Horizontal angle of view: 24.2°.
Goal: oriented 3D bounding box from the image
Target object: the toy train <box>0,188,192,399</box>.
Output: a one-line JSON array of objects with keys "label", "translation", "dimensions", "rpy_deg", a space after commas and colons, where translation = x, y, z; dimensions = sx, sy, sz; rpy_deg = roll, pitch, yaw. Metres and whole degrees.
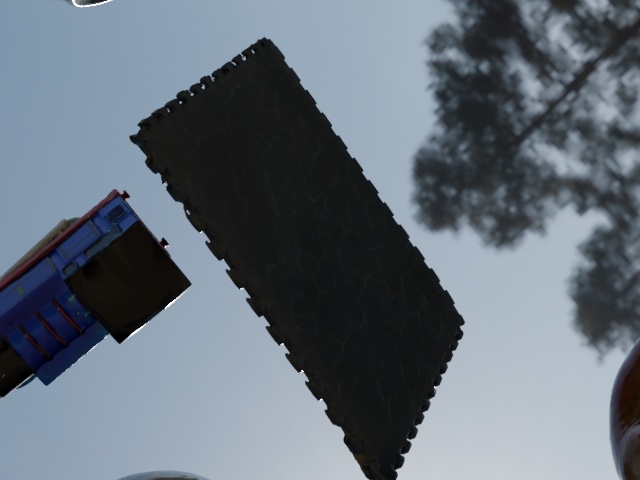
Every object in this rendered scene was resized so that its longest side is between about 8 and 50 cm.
[{"label": "toy train", "translation": [-0.217, 0.052, 1.242], "dimensions": [0.083, 0.204, 0.131], "rpy_deg": [53, 175, -29]}]

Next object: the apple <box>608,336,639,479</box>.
[{"label": "apple", "translation": [0.296, 0.138, 1.030], "dimensions": [0.199, 0.199, 0.199], "rpy_deg": [38, -156, -20]}]

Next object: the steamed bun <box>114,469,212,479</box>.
[{"label": "steamed bun", "translation": [-0.179, 0.332, 1.349], "dimensions": [0.177, 0.283, 0.283], "rpy_deg": [39, -156, -27]}]

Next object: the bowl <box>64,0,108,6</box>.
[{"label": "bowl", "translation": [-0.222, -0.326, 1.488], "dimensions": [0.145, 0.277, 0.277], "rpy_deg": [64, -156, 0]}]

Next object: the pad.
[{"label": "pad", "translation": [0.000, 0.000, 0.987], "dimensions": [0.269, 0.012, 0.269], "rpy_deg": [54, -155, -9]}]
